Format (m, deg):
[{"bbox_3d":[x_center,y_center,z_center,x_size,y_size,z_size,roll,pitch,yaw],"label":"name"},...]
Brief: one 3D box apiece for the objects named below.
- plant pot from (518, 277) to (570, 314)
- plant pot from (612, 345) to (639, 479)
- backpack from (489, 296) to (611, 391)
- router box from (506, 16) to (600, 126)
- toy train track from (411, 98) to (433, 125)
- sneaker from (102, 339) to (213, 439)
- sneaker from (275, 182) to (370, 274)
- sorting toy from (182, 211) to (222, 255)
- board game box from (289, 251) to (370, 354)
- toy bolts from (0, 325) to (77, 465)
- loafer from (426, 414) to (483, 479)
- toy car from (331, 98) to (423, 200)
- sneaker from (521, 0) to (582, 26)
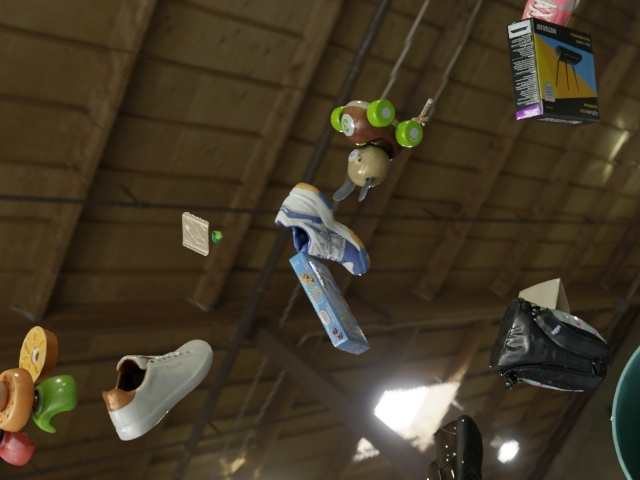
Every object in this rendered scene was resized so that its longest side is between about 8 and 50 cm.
[{"bbox_3d":[0.499,0.161,2.102,0.109,0.096,0.109,65,-146,-35],"label":"plant pot"},{"bbox_3d":[0.526,0.250,1.137,0.293,0.293,0.235,-51,-36,-4],"label":"plant pot"},{"bbox_3d":[0.384,0.175,1.534,0.115,0.182,0.152,-86,12,-71],"label":"backpack"},{"bbox_3d":[0.330,-0.233,1.311,0.179,0.046,0.133,-4,-93,-49],"label":"router box"},{"bbox_3d":[0.234,-0.283,2.097,0.048,0.014,0.083,-8,-39,-32],"label":"toy train track"},{"bbox_3d":[-0.303,0.244,1.762,0.123,0.105,0.290,65,-149,-14],"label":"sneaker"},{"bbox_3d":[0.000,0.000,2.221,0.131,0.112,0.296,-51,-60,-16],"label":"sneaker"},{"bbox_3d":[-0.195,-0.007,1.538,0.012,0.083,0.062,-31,-44,-48],"label":"sorting toy"},{"bbox_3d":[0.022,0.134,1.959,0.039,0.211,0.160,-33,-22,10],"label":"board game box"},{"bbox_3d":[-0.545,0.262,1.568,0.158,0.218,0.228,15,-56,-40],"label":"toy bolts"},{"bbox_3d":[0.202,0.368,1.412,0.080,0.078,0.220,52,-149,-26],"label":"loafer"},{"bbox_3d":[0.083,-0.163,1.811,0.149,0.155,0.188,31,-104,-29],"label":"toy car"},{"bbox_3d":[0.511,-0.497,2.125,0.136,0.116,0.314,-51,-23,-19],"label":"sneaker"}]
